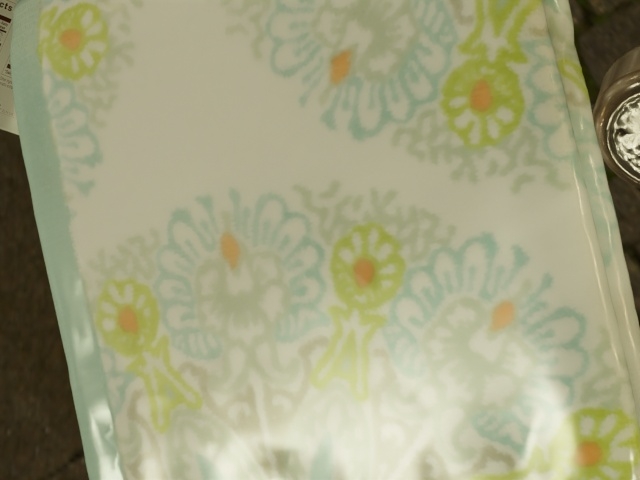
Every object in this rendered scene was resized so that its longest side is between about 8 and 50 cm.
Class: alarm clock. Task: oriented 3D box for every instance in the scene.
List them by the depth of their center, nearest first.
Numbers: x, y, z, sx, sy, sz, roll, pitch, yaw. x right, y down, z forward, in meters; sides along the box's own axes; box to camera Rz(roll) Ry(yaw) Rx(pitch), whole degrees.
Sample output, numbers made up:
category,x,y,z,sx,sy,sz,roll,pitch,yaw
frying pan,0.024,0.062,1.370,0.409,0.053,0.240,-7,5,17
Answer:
category,x,y,z,sx,sy,sz,roll,pitch,yaw
alarm clock,0.275,-0.102,1.314,0.192,0.064,0.129,11,131,19

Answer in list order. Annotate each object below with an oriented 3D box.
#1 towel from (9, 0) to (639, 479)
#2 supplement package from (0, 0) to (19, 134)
category,x,y,z,sx,sy,sz,roll,pitch,yaw
towel,0.000,0.000,0.837,0.320,0.090,0.374,-14,87,27
supplement package,-0.234,-0.197,1.016,0.149,0.194,0.203,20,95,-48
